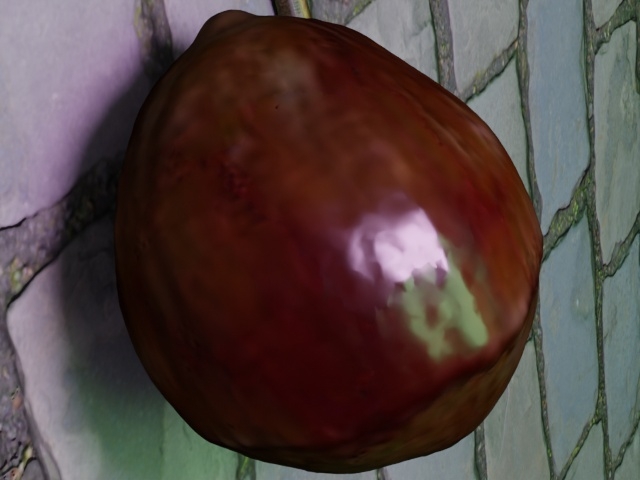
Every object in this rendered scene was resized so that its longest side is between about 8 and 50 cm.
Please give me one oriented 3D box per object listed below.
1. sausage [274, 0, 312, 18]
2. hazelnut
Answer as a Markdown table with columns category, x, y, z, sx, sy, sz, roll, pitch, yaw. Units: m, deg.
| category | x | y | z | sx | sy | sz | roll | pitch | yaw |
| --- | --- | --- | --- | --- | --- | --- | --- | --- | --- |
| sausage | -0.014 | -0.183 | 1.323 | 0.033 | 0.033 | 0.269 | -54 | 141 | -41 |
| hazelnut | 0.000 | 0.000 | 1.097 | 0.421 | 0.353 | 0.420 | 35 | 38 | -32 |
